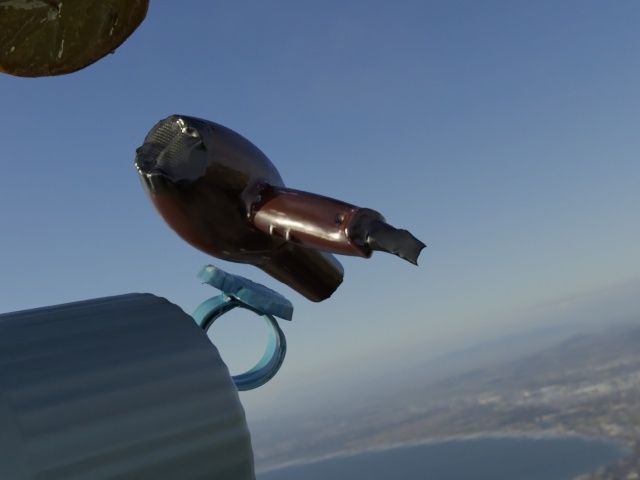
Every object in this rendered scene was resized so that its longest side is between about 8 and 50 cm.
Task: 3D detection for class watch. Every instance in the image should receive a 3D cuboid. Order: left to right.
[{"bbox_3d":[-0.155,0.161,1.877,0.210,0.193,0.211,21,-3,1],"label":"watch"}]

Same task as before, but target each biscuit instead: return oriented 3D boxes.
[{"bbox_3d":[-0.352,-0.319,1.422,0.260,0.203,0.041,-40,25,9],"label":"biscuit"}]

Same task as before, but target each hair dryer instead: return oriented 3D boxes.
[{"bbox_3d":[0.000,0.000,1.050,0.340,0.123,0.312,17,-17,46],"label":"hair dryer"}]

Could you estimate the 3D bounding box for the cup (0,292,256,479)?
[{"bbox_3d":[-0.253,0.191,0.781,0.311,0.257,0.331,-10,-15,-39],"label":"cup"}]
